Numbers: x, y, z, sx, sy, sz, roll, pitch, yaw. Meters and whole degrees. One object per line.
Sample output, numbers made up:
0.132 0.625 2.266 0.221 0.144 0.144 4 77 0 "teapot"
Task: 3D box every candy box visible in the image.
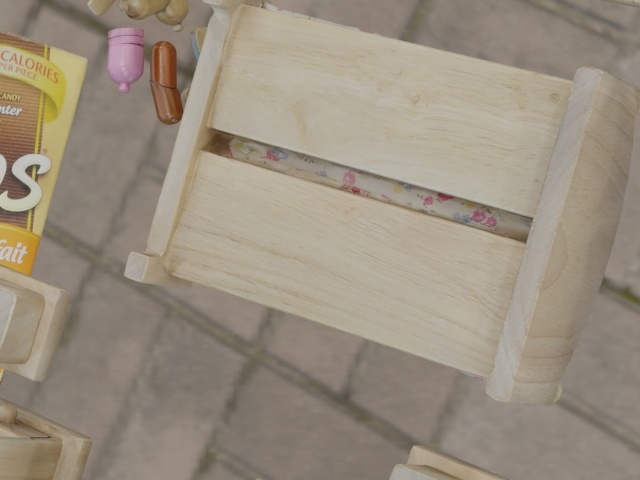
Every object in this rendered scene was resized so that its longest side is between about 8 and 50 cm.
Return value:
-0.306 -0.011 1.418 0.087 0.183 0.316 6 80 62 "candy box"

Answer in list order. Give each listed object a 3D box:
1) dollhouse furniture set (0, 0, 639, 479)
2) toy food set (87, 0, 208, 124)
0.000 0.000 0.894 0.303 0.174 0.355 18 93 30 "dollhouse furniture set"
-0.083 -0.098 1.032 0.019 0.122 0.078 -7 41 40 "toy food set"
